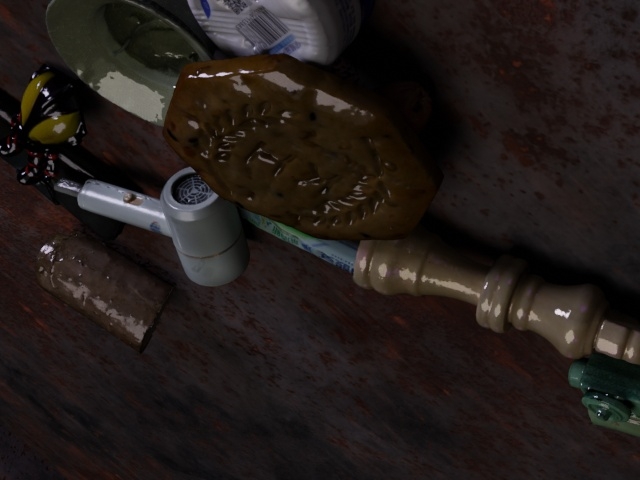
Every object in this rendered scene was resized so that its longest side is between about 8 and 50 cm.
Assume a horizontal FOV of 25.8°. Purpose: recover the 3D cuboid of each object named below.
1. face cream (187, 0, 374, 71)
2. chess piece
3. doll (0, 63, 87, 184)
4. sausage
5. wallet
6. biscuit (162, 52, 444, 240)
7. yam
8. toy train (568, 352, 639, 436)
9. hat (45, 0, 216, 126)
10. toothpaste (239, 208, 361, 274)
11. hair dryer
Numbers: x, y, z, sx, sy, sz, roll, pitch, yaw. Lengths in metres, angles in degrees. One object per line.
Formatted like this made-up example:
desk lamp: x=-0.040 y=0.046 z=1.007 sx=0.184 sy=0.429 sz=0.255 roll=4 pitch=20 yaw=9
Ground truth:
face cream: x=-0.051 y=-0.281 z=1.590 sx=0.206 sy=0.111 sz=0.206 roll=27 pitch=150 yaw=17
chess piece: x=0.242 y=0.068 z=1.812 sx=0.397 sy=0.117 sz=0.117 roll=19 pitch=147 yaw=21
doll: x=-0.417 y=-0.174 z=2.123 sx=0.127 sy=0.088 sz=0.249 roll=39 pitch=139 yaw=-14
sausage: x=0.015 y=-0.106 z=1.804 sx=0.088 sy=0.088 sz=0.433 roll=41 pitch=150 yaw=-10
wallet: x=-0.444 y=-0.125 z=2.283 sx=0.318 sy=0.045 sz=0.172 roll=37 pitch=149 yaw=-2
biscuit: x=-0.026 y=-0.101 z=1.700 sx=0.359 sy=0.046 sz=0.359 roll=16 pitch=153 yaw=9
yam: x=-0.375 y=0.083 z=2.432 sx=0.238 sy=0.129 sz=0.128 roll=29 pitch=149 yaw=8
toy train: x=0.467 y=0.219 z=1.816 sx=0.286 sy=0.116 sz=0.177 roll=12 pitch=156 yaw=33
hat: x=-0.197 y=-0.263 z=1.739 sx=0.257 sy=0.130 sz=0.257 roll=22 pitch=152 yaw=12
toothpaste: x=0.000 y=0.000 z=2.021 sx=0.297 sy=0.048 sz=0.074 roll=25 pitch=152 yaw=23
hair dryer: x=-0.283 y=-0.053 z=2.145 sx=0.357 sy=0.107 sz=0.173 roll=15 pitch=143 yaw=24
